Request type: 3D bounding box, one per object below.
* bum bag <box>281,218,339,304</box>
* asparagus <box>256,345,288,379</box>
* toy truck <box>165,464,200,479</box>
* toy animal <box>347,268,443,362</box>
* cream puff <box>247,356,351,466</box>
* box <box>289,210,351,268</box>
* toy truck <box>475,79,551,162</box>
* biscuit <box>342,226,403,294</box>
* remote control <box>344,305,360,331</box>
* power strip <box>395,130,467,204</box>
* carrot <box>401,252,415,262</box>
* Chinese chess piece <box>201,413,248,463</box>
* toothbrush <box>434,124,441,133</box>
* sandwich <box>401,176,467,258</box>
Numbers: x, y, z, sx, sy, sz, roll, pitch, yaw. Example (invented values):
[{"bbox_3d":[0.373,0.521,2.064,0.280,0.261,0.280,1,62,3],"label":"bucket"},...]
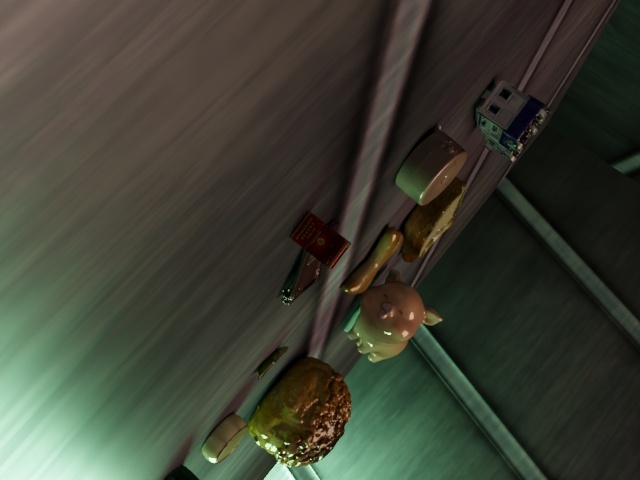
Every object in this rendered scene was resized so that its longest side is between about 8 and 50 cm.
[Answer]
[{"bbox_3d":[-0.018,0.037,1.136,0.109,0.026,0.159,-36,153,-50],"label":"bum bag"},{"bbox_3d":[-0.111,0.273,1.419,0.108,0.021,0.025,-43,168,-36],"label":"asparagus"},{"bbox_3d":[-0.324,0.572,1.383,0.147,0.065,0.079,-57,163,19],"label":"toy truck"},{"bbox_3d":[0.220,0.264,2.022,0.269,0.237,0.326,-43,158,-5],"label":"toy animal"},{"bbox_3d":[-0.047,0.503,1.771,0.327,0.231,0.343,-39,161,-54],"label":"cream puff"},{"bbox_3d":[0.000,0.000,0.965,0.051,0.082,0.023,-53,166,5],"label":"box"},{"bbox_3d":[0.482,-0.307,1.625,0.124,0.155,0.268,-53,169,4],"label":"toy truck"},{"bbox_3d":[0.143,0.057,1.649,0.208,0.047,0.164,-54,165,6],"label":"biscuit"},{"bbox_3d":[0.135,0.238,2.111,0.162,0.029,0.061,-58,163,7],"label":"remote control"},{"bbox_3d":[0.236,-0.155,1.331,0.154,0.078,0.154,-41,162,-16],"label":"power strip"},{"bbox_3d":[0.295,0.023,2.057,0.055,0.055,0.161,-48,159,-17],"label":"carrot"},{"bbox_3d":[-0.225,0.466,1.475,0.122,0.051,0.122,-47,163,-19],"label":"Chinese chess piece"},{"bbox_3d":[0.245,-0.207,1.388,0.017,0.014,0.162,-34,162,-14],"label":"toothbrush"},{"bbox_3d":[0.330,-0.063,1.867,0.226,0.087,0.251,-51,164,-14],"label":"sandwich"}]
